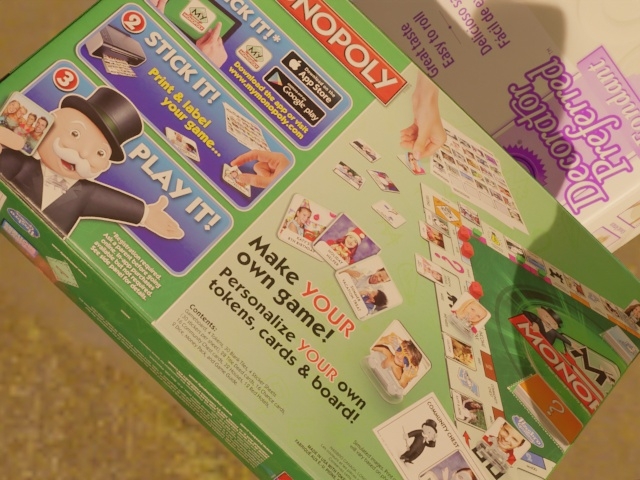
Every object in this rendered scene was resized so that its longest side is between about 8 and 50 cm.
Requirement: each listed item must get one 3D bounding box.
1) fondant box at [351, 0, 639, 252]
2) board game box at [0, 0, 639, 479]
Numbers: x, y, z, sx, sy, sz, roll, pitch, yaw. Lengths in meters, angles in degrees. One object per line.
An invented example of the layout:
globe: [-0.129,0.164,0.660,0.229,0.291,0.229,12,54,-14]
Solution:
fondant box: [0.217,-0.159,1.046,0.330,0.096,0.238,-37,68,17]
board game box: [0.000,0.000,0.767,0.317,0.213,0.046,44,148,0]
